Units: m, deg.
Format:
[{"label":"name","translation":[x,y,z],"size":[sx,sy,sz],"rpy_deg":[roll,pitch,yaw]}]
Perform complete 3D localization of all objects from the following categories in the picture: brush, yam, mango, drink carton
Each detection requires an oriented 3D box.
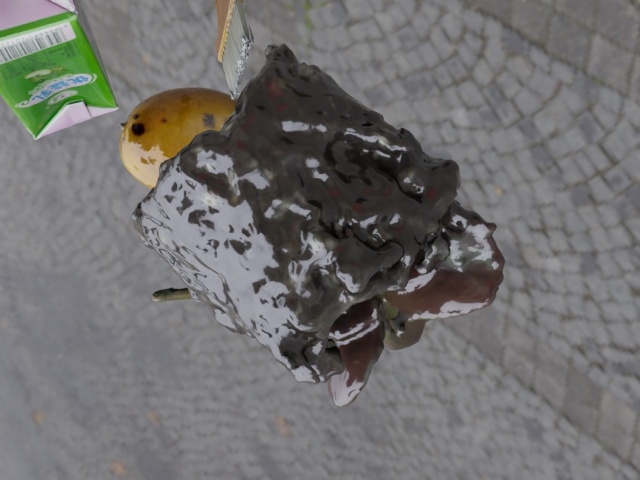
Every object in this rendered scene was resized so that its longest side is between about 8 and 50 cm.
[{"label":"brush","translation":[-0.112,-0.285,1.420],"size":[0.090,0.017,0.314],"rpy_deg":[110,154,-44]},{"label":"yam","translation":[-0.111,0.048,1.254],"size":[0.014,0.107,0.014],"rpy_deg":[14,106,56]},{"label":"mango","translation":[-0.137,-0.114,1.469],"size":[0.090,0.178,0.115],"rpy_deg":[156,102,-67]},{"label":"drink carton","translation":[-0.290,-0.223,1.298],"size":[0.271,0.108,0.161],"rpy_deg":[90,159,-76]}]

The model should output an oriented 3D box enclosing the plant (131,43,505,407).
[{"label":"plant","translation":[0.000,0.000,0.877],"size":[0.234,0.178,0.204],"rpy_deg":[47,163,-5]}]
